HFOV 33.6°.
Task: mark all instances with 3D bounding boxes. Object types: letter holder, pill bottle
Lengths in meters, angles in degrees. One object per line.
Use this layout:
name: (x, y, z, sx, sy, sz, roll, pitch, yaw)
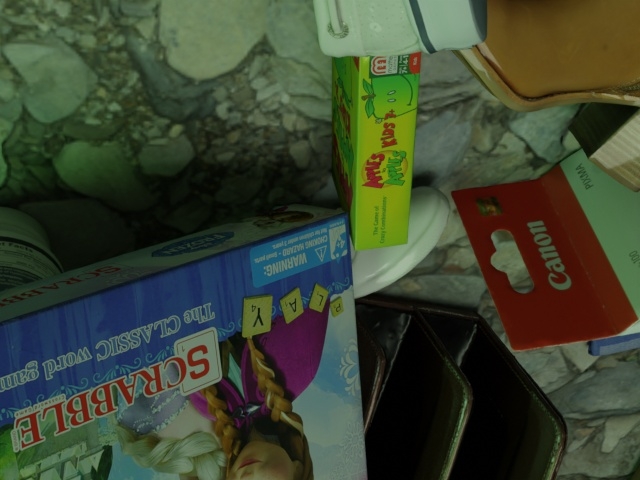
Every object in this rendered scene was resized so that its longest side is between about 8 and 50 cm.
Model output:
letter holder: (0.068, 0.233, 0.944, 0.152, 0.214, 0.301, 10, 112, -22)
pill bottle: (-0.237, 0.056, 0.770, 0.108, 0.180, 0.108, -7, 124, -10)

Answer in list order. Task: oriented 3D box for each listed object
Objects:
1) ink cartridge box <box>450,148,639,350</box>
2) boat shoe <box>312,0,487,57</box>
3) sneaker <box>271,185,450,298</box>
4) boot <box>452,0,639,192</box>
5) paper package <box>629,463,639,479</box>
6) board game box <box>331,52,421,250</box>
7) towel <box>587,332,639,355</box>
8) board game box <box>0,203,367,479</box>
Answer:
ink cartridge box: (0.240, -0.012, 0.827, 0.232, 0.189, 0.066, -4, 133, -9)
boat shoe: (-0.019, -0.262, 0.569, 0.157, 0.135, 0.367, -7, 128, 18)
sneaker: (0.000, 0.000, 0.866, 0.212, 0.080, 0.094, -27, 119, 12)
boot: (0.211, -0.176, 0.728, 0.283, 0.109, 0.220, 31, 113, -23)
paper package: (0.539, 0.283, 1.200, 0.310, 0.168, 0.324, 1, 132, -15)
board game box: (0.037, -0.090, 0.769, 0.043, 0.092, 0.181, -8, 134, -8)
towel: (0.386, 0.012, 0.996, 0.285, 0.034, 0.209, -16, 137, 4)
board game box: (-0.096, 0.162, 0.741, 0.319, 0.066, 0.317, -19, 111, -43)
